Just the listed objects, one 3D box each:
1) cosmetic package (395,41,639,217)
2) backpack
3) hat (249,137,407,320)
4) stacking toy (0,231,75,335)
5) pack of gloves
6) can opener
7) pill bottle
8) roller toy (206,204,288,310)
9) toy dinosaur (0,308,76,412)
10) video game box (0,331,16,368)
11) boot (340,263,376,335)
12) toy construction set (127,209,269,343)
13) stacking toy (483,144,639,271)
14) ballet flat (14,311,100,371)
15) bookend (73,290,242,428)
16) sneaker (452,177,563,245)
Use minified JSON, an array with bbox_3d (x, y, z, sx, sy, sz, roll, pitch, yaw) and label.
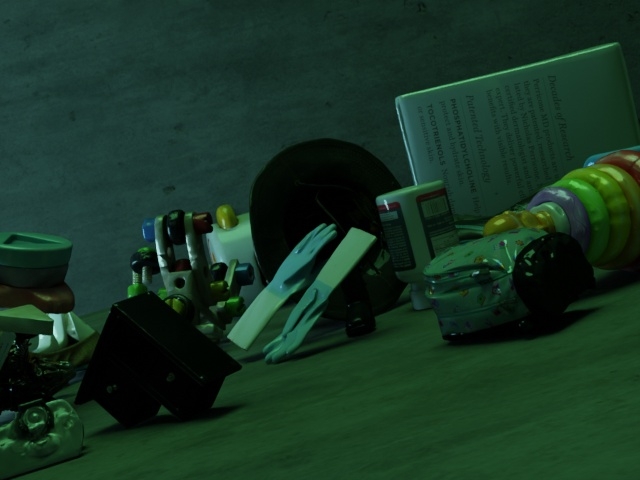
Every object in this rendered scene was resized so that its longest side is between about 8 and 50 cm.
[{"bbox_3d":[0.361,-0.146,2.390,0.393,0.327,0.329,-14,3,4],"label":"cosmetic package"},{"bbox_3d":[0.213,0.052,1.558,0.182,0.115,0.152,-16,4,40],"label":"backpack"},{"bbox_3d":[0.000,0.000,2.115,0.331,0.331,0.134,-17,-14,-37],"label":"hat"},{"bbox_3d":[-0.491,0.031,1.827,0.309,0.130,0.279,4,10,-15],"label":"stacking toy"},{"bbox_3d":[-0.018,0.080,1.885,0.232,0.046,0.195,-53,26,-7],"label":"pack of gloves"},{"bbox_3d":[-0.403,0.256,1.483,0.283,0.076,0.095,-16,-29,-15],"label":"can opener"},{"bbox_3d":[0.156,0.007,1.977,0.108,0.180,0.108,-15,3,1],"label":"pill bottle"},{"bbox_3d":[-0.145,0.044,2.586,0.146,0.191,0.209,-17,-33,-10],"label":"roller toy"},{"bbox_3d":[-0.499,0.218,1.942,0.218,0.164,0.322,-28,3,45],"label":"toy dinosaur"},{"bbox_3d":[-0.545,0.181,1.789,0.205,0.187,0.048,9,-29,15],"label":"video game box"},{"bbox_3d":[0.049,0.082,1.913,0.045,0.099,0.121,-16,3,9],"label":"boot"},{"bbox_3d":[-0.165,0.104,2.178,0.309,0.237,0.257,1,-29,-8],"label":"toy construction set"},{"bbox_3d":[0.327,-0.025,1.689,0.302,0.166,0.175,-10,0,-36],"label":"stacking toy"},{"bbox_3d":[-0.458,0.185,2.237,0.116,0.124,0.342,-13,3,23],"label":"ballet flat"},{"bbox_3d":[-0.198,0.172,1.576,0.072,0.156,0.157,-20,-38,-54],"label":"bookend"},{"bbox_3d":[0.324,0.002,2.141,0.341,0.125,0.139,-19,21,13],"label":"sneaker"}]
